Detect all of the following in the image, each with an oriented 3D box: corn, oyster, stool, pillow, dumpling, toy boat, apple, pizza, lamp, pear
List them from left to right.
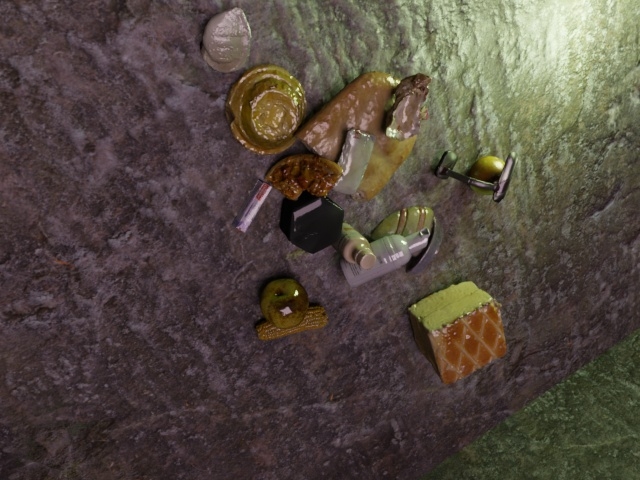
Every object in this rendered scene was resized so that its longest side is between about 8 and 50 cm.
[{"bbox_3d":[-0.275,-0.591,1.316,0.150,0.092,0.176,37,97,-30],"label":"dumpling"},{"bbox_3d":[-0.138,0.252,1.732,0.197,0.197,0.197,-10,118,-19],"label":"pear"},{"bbox_3d":[-0.120,0.340,1.837,0.312,0.102,0.102,-10,118,-18],"label":"corn"},{"bbox_3d":[-0.061,-0.213,1.504,0.085,0.305,0.161,-27,111,-60],"label":"pizza"},{"bbox_3d":[-0.034,-0.076,1.646,0.232,0.141,0.232,-10,117,-20],"label":"stool"},{"bbox_3d":[0.109,-0.265,1.519,0.128,0.051,0.229,1,119,-37],"label":"pillow"},{"bbox_3d":[0.292,-0.460,1.520,0.161,0.107,0.233,2,117,-49],"label":"oyster"},{"bbox_3d":[0.396,-0.024,1.889,0.293,0.111,0.276,43,85,-23],"label":"toy boat"},{"bbox_3d":[0.625,-0.295,1.767,0.124,0.283,0.203,-7,122,-64],"label":"lamp"},{"bbox_3d":[0.711,-0.273,1.875,0.146,0.147,0.163,20,107,-29],"label":"apple"}]

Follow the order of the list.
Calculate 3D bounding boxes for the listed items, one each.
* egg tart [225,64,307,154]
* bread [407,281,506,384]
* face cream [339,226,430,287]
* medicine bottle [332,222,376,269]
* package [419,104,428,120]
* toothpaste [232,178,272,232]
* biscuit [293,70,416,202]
[{"bbox_3d":[-0.166,-0.415,1.441,0.290,0.115,0.290,-9,117,-18],"label":"egg tart"},{"bbox_3d":[0.652,0.427,2.114,0.371,0.279,0.390,-27,122,-8],"label":"bread"},{"bbox_3d":[0.270,0.058,1.781,0.369,0.145,0.145,-24,123,10],"label":"face cream"},{"bbox_3d":[0.126,0.027,1.699,0.114,0.252,0.114,-10,119,-20],"label":"medicine bottle"},{"bbox_3d":[0.374,-0.482,1.696,0.083,0.029,0.059,-18,127,-2],"label":"package"},{"bbox_3d":[-0.246,-0.125,1.590,0.047,0.040,0.196,27,101,-34],"label":"toothpaste"},{"bbox_3d":[0.179,-0.370,1.597,0.446,0.104,0.429,-44,129,-5],"label":"biscuit"}]
